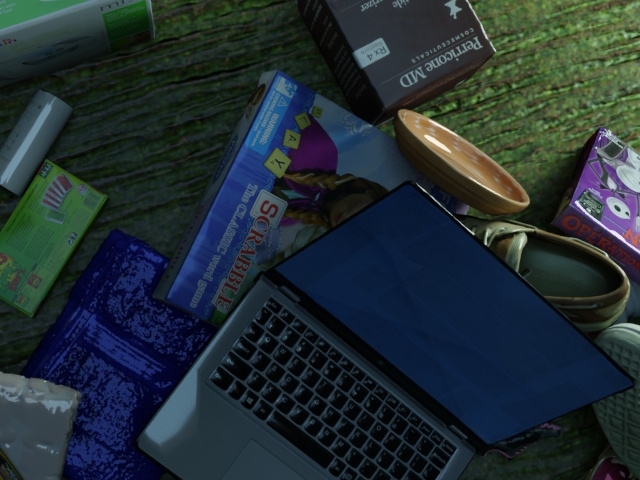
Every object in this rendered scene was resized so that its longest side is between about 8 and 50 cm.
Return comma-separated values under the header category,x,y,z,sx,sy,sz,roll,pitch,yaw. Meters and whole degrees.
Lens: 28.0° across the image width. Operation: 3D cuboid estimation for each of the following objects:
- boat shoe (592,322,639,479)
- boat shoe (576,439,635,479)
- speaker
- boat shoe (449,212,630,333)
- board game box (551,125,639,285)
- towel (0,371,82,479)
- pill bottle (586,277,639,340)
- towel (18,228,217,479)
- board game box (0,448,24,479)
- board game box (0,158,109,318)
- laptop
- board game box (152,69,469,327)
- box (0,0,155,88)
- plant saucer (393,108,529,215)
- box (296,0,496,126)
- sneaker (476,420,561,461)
category,x,y,z,sx,sy,sz,roll,pitch,yaw
boat shoe,0.524,0.267,1.623,0.500,0.187,0.156,43,55,-13
boat shoe,0.394,0.295,1.682,0.063,0.059,0.170,40,82,-1
speaker,-0.374,-0.125,1.643,0.055,0.055,0.136,30,82,-3
boat shoe,0.220,0.022,1.559,0.324,0.120,0.122,11,73,4
board game box,0.472,0.011,1.663,0.347,0.056,0.208,35,45,-2
towel,-0.480,0.289,1.551,0.332,0.053,0.317,13,103,-4
pill bottle,0.316,0.095,1.662,0.216,0.121,0.121,-26,88,-7
towel,-0.249,0.166,1.619,0.228,0.076,0.308,32,82,-1
board game box,-0.417,0.313,1.506,0.141,0.048,0.170,-33,101,6
board game box,-0.357,-0.001,1.639,0.092,0.043,0.181,31,82,-2
laptop,0.072,0.202,1.500,0.382,0.236,0.408,40,79,-18
board game box,0.000,0.000,1.623,0.318,0.066,0.318,28,83,-20
box,-0.347,-0.295,1.574,0.262,0.231,0.126,-19,87,-8
plant saucer,0.169,-0.092,1.596,0.200,0.200,0.037,34,106,-2
box,0.091,-0.275,1.649,0.168,0.167,0.203,-29,88,-8
sneaker,0.256,0.260,1.683,0.119,0.047,0.057,-2,92,1
